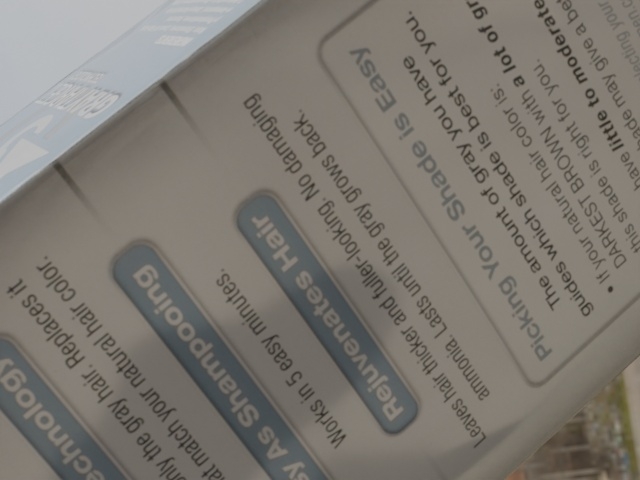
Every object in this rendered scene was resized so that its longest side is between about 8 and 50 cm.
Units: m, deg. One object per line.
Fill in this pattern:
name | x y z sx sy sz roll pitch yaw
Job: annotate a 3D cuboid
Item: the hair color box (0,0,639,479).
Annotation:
hair color box | 0.000 0.000 0.442 0.185 0.374 0.114 55 166 -22
